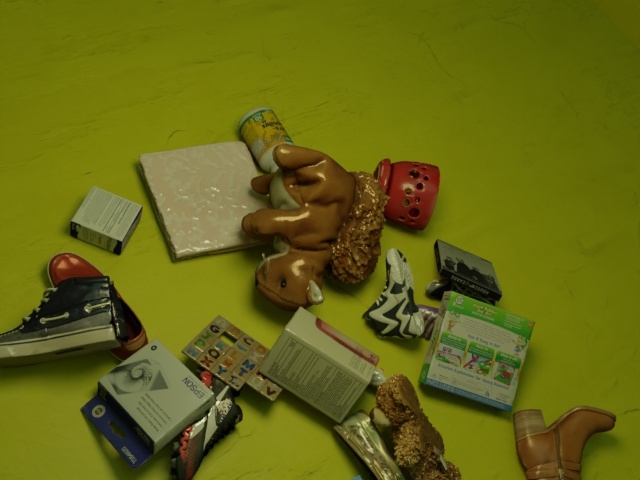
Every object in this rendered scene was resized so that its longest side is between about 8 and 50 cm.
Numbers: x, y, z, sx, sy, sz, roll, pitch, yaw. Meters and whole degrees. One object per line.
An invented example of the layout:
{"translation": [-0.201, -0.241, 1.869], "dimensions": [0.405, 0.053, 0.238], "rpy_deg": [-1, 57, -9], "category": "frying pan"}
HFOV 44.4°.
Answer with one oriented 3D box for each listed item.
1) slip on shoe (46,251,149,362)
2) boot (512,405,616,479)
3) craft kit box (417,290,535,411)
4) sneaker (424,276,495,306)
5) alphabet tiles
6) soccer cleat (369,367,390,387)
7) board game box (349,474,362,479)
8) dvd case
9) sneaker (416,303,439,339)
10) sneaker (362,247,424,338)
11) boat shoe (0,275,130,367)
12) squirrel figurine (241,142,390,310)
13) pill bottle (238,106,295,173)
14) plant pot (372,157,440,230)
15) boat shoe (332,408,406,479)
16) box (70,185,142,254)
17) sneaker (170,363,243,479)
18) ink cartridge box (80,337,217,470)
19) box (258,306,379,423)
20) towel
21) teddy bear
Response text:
{"translation": [-0.515, 0.142, 1.827], "dimensions": [0.123, 0.101, 0.331], "rpy_deg": [-34, 72, -32], "category": "slip on shoe"}
{"translation": [0.629, 0.532, 1.959], "dimensions": [0.283, 0.109, 0.220], "rpy_deg": [4, 55, -15], "category": "boot"}
{"translation": [0.401, 0.284, 2.008], "dimensions": [0.250, 0.061, 0.247], "rpy_deg": [21, 83, -11], "category": "craft kit box"}
{"translation": [0.389, 0.155, 2.151], "dimensions": [0.215, 0.084, 0.083], "rpy_deg": [11, 59, -13], "category": "sneaker"}
{"translation": [-0.187, 0.283, 1.850], "dimensions": [0.237, 0.009, 0.198], "rpy_deg": [33, 26, 5], "category": "alphabet tiles"}
{"translation": [0.094, 0.325, 1.946], "dimensions": [0.196, 0.068, 0.076], "rpy_deg": [38, 68, 10], "category": "soccer cleat"}
{"translation": [0.071, 0.649, 1.728], "dimensions": [0.160, 0.039, 0.211], "rpy_deg": [-19, 66, -29], "category": "board game box"}
{"translation": [0.403, 0.078, 2.163], "dimensions": [0.179, 0.030, 0.239], "rpy_deg": [24, 19, -3], "category": "dvd case"}
{"translation": [0.345, 0.215, 2.093], "dimensions": [0.236, 0.095, 0.104], "rpy_deg": [20, 46, -12], "category": "sneaker"}
{"translation": [0.166, 0.146, 2.026], "dimensions": [0.094, 0.153, 0.235], "rpy_deg": [-31, 104, -63], "category": "sneaker"}
{"translation": [-0.595, 0.176, 1.715], "dimensions": [0.340, 0.127, 0.158], "rpy_deg": [-9, 73, -7], "category": "boat shoe"}
{"translation": [0.000, 0.000, 1.981], "dimensions": [0.397, 0.281, 0.370], "rpy_deg": [9, 72, -24], "category": "squirrel figurine"}
{"translation": [-0.139, -0.268, 2.227], "dimensions": [0.117, 0.117, 0.208], "rpy_deg": [-18, 65, -29], "category": "pill bottle"}
{"translation": [0.232, -0.140, 2.227], "dimensions": [0.174, 0.191, 0.191], "rpy_deg": [15, 54, -6], "category": "plant pot"}
{"translation": [0.128, 0.530, 1.799], "dimensions": [0.089, 0.104, 0.285], "rpy_deg": [-23, 58, -14], "category": "boat shoe"}
{"translation": [-0.536, -0.050, 1.966], "dimensions": [0.137, 0.072, 0.126], "rpy_deg": [22, 52, -3], "category": "box"}
{"translation": [-0.246, 0.410, 1.740], "dimensions": [0.135, 0.098, 0.276], "rpy_deg": [18, 52, -4], "category": "sneaker"}
{"translation": [-0.379, 0.347, 1.700], "dimensions": [0.224, 0.045, 0.223], "rpy_deg": [-39, 55, -24], "category": "ink cartridge box"}
{"translation": [-0.001, 0.292, 1.853], "dimensions": [0.232, 0.149, 0.127], "rpy_deg": [33, 26, 2], "category": "box"}
{"translation": [-0.293, -0.111, 2.104], "dimensions": [0.317, 0.053, 0.332], "rpy_deg": [-12, 64, -26], "category": "towel"}
{"translation": [0.215, 0.476, 1.794], "dimensions": [0.338, 0.113, 0.245], "rpy_deg": [56, 20, -15], "category": "teddy bear"}
